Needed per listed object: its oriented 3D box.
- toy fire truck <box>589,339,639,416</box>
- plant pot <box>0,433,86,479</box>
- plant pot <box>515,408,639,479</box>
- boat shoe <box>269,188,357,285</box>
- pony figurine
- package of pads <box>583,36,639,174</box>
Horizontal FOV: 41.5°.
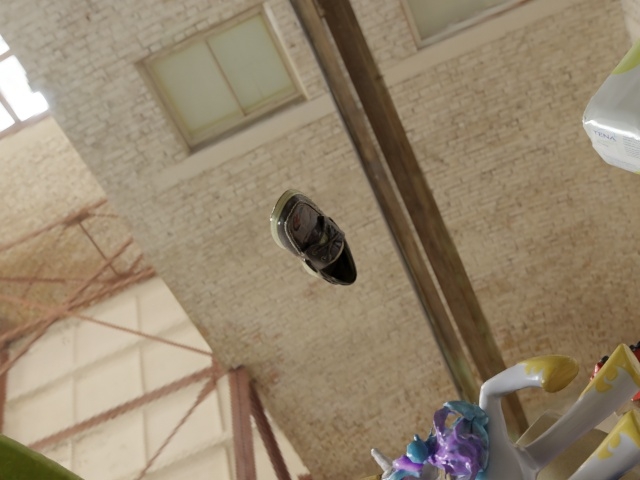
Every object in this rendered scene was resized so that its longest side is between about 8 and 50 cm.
[{"bbox_3d":[0.469,0.220,1.275,0.192,0.135,0.047,-14,-141,-34],"label":"toy fire truck"},{"bbox_3d":[-0.248,0.239,0.421,0.276,0.276,0.254,21,-99,47],"label":"plant pot"},{"bbox_3d":[0.378,0.372,1.153,0.274,0.256,0.256,40,-111,21],"label":"plant pot"},{"bbox_3d":[0.000,0.000,0.787,0.049,0.152,0.056,25,-100,27],"label":"boat shoe"},{"bbox_3d":[0.191,0.299,0.854,0.363,0.302,0.351,-35,-141,23],"label":"pony figurine"},{"bbox_3d":[0.432,-0.181,0.836,0.297,0.101,0.229,-52,-141,-7],"label":"package of pads"}]
